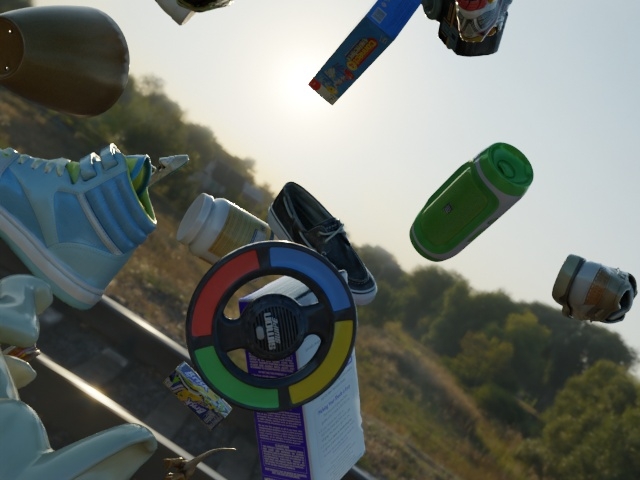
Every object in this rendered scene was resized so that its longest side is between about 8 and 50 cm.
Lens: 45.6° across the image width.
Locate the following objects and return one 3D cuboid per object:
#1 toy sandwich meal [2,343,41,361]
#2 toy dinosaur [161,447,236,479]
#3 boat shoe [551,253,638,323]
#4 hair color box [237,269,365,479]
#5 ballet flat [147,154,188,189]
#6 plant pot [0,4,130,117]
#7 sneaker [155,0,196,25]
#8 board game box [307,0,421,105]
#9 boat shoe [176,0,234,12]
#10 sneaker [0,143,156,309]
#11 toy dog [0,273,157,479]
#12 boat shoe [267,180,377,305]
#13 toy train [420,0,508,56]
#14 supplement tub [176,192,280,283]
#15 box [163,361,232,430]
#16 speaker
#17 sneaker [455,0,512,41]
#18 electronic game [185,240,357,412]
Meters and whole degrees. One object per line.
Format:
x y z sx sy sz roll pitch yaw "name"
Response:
-0.412 0.165 1.016 0.029 0.085 0.085 49 1 4 "toy sandwich meal"
-0.309 0.526 1.765 0.064 0.211 0.112 55 17 27 "toy dinosaur"
0.472 0.095 1.282 0.103 0.113 0.302 24 6 28 "boat shoe"
-0.024 0.232 1.253 0.110 0.338 0.185 2 15 29 "hair color box"
-0.438 -0.194 2.074 0.052 0.168 0.057 57 -6 -32 "ballet flat"
-0.551 -0.370 1.525 0.237 0.237 0.254 34 15 12 "plant pot"
-0.226 -0.557 1.487 0.123 0.290 0.106 41 -26 -10 "sneaker"
0.133 -0.517 1.857 0.086 0.308 0.302 39 -32 -9 "board game box"
-0.127 -0.285 0.839 0.081 0.068 0.227 15 18 -6 "boat shoe"
-0.348 -0.086 1.010 0.319 0.208 0.127 46 -1 0 "sneaker"
-0.418 0.173 0.708 0.408 0.395 0.284 45 -41 23 "toy dog"
0.000 0.000 1.625 0.121 0.119 0.335 -21 53 -40 "boat shoe"
0.302 -0.520 1.473 0.142 0.333 0.190 -9 46 -18 "toy train"
-0.207 -0.006 1.716 0.200 0.144 0.144 31 1 -23 "supplement tub"
-0.298 0.377 1.850 0.169 0.054 0.059 45 15 1 "box"
0.304 -0.073 1.570 0.131 0.131 0.296 34 -41 -5 "speaker"
0.281 -0.405 1.302 0.088 0.225 0.092 16 -52 26 "sneaker"
-0.062 0.114 1.004 0.229 0.229 0.048 34 -3 -14 "electronic game"
